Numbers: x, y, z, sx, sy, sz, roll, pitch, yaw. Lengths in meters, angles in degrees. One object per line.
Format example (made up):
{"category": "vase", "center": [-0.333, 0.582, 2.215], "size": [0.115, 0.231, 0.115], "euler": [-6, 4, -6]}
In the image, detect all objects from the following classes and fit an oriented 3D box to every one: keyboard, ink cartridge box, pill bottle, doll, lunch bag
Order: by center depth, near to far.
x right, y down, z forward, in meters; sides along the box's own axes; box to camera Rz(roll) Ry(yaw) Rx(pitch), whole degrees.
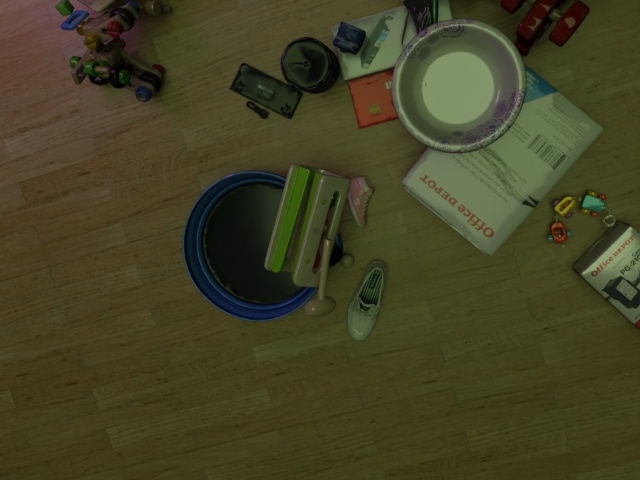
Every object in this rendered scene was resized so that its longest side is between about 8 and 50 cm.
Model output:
{"category": "lunch bag", "center": [0.068, -0.479, 1.714], "size": [0.067, 0.098, 0.065], "euler": [22, 102, 0]}
{"category": "ink cartridge box", "center": [0.426, -0.205, 1.738], "size": [0.285, 0.166, 0.395], "euler": [40, 101, 1]}
{"category": "pill bottle", "center": [-0.019, -0.421, 1.740], "size": [0.123, 0.219, 0.122], "euler": [1, 99, 8]}
{"category": "ink cartridge box", "center": [0.776, 0.093, 1.770], "size": [0.237, 0.100, 0.172], "euler": [42, 101, 0]}
{"category": "ink cartridge box", "center": [0.201, -0.442, 1.785], "size": [0.296, 0.066, 0.261], "euler": [-14, 96, 10]}
{"category": "keyboard", "center": [-0.148, -0.377, 1.867], "size": [0.180, 0.023, 0.108], "euler": [27, 95, 4]}
{"category": "doll", "center": [0.005, 0.013, 1.893], "size": [0.189, 0.046, 0.129], "euler": [32, 103, 2]}

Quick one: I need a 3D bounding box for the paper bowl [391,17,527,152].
{"category": "paper bowl", "center": [0.302, -0.335, 1.580], "size": [0.284, 0.148, 0.284], "euler": [1, 98, 9]}

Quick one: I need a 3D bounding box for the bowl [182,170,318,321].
{"category": "bowl", "center": [-0.162, 0.013, 1.862], "size": [0.391, 0.077, 0.391], "euler": [2, 98, 11]}

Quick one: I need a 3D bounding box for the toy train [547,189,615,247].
{"category": "toy train", "center": [0.643, -0.059, 1.795], "size": [0.166, 0.046, 0.125], "euler": [-19, 97, 13]}

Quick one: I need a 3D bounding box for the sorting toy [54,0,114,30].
{"category": "sorting toy", "center": [-0.527, -0.657, 1.781], "size": [0.348, 0.196, 0.047], "euler": [-42, 132, -7]}

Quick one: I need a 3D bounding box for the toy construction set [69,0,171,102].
{"category": "toy construction set", "center": [-0.536, -0.518, 1.817], "size": [0.237, 0.257, 0.308], "euler": [10, 80, 19]}

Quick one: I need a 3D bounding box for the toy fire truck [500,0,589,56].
{"category": "toy fire truck", "center": [0.545, -0.570, 1.622], "size": [0.169, 0.254, 0.302], "euler": [37, 103, 8]}

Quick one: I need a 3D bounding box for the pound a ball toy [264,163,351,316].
{"category": "pound a ball toy", "center": [0.000, 0.000, 1.703], "size": [0.208, 0.136, 0.319], "euler": [24, 104, 44]}

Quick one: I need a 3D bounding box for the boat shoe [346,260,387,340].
{"category": "boat shoe", "center": [0.117, 0.163, 1.886], "size": [0.083, 0.076, 0.226], "euler": [13, 100, 6]}

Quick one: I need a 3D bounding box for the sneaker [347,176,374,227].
{"category": "sneaker", "center": [0.112, -0.103, 1.857], "size": [0.070, 0.051, 0.134], "euler": [-16, 92, 15]}

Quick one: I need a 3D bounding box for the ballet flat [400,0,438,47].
{"category": "ballet flat", "center": [0.242, -0.447, 1.704], "size": [0.096, 0.095, 0.280], "euler": [-4, 95, 17]}
